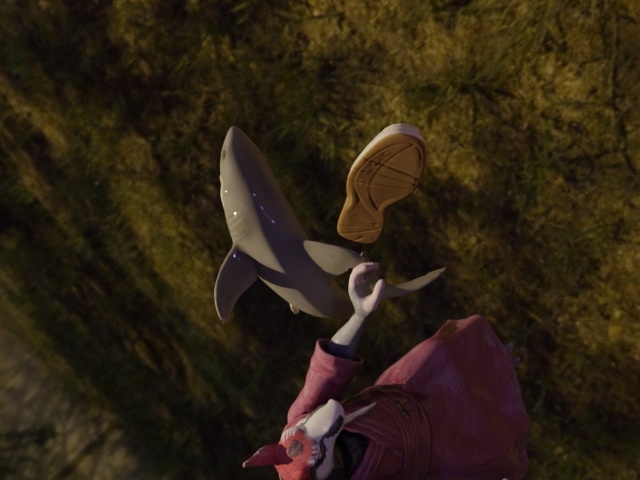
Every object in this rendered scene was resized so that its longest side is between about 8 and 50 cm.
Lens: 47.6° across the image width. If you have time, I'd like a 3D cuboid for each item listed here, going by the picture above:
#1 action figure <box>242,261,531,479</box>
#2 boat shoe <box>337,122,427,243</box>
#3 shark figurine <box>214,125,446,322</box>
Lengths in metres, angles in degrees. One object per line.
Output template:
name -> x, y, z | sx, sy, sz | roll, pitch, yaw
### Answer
action figure -> 0.055, 0.185, 0.716 | 0.276, 0.370, 0.248 | -38, 64, 37
boat shoe -> 0.088, -0.100, 1.095 | 0.098, 0.096, 0.277 | 18, 149, -6
shark figurine -> 0.012, 0.026, 0.686 | 0.116, 0.166, 0.278 | -15, 141, 39
